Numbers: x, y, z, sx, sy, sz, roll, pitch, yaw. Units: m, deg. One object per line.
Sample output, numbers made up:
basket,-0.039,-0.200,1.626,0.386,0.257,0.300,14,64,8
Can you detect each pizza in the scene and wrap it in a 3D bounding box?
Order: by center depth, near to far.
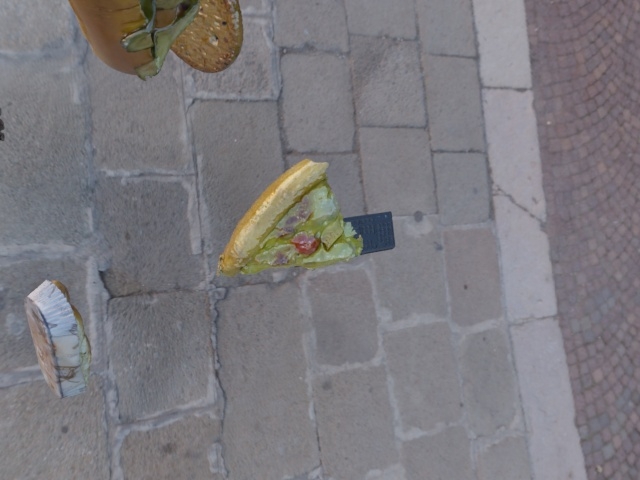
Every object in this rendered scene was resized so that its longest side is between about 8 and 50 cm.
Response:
pizza,-0.010,-0.012,0.870,0.287,0.075,0.280,15,122,-40

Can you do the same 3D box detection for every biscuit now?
biscuit,-0.186,-0.338,0.703,0.188,0.188,0.027,49,53,-10

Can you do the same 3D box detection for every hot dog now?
hot dog,-0.115,-0.184,0.300,0.072,0.269,0.109,31,80,-12
hot dog,-0.476,0.182,0.879,0.075,0.268,0.144,-25,58,-39

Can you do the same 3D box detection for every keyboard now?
keyboard,0.004,0.000,1.091,0.381,0.041,0.104,-9,95,-18

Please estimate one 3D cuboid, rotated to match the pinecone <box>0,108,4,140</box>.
pinecone,-0.734,-0.257,0.869,0.242,0.298,0.296,-32,116,-55
